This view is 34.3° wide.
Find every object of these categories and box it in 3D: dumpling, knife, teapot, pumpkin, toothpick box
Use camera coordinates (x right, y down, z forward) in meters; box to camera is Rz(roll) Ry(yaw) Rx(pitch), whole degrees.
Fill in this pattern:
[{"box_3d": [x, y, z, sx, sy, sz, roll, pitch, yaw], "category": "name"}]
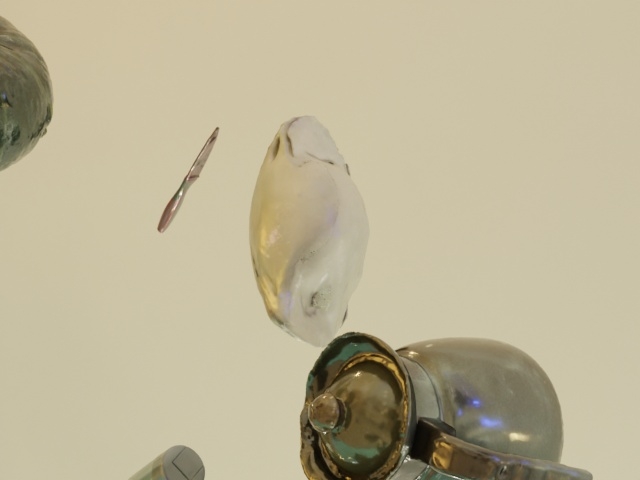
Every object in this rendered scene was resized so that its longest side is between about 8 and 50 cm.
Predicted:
[{"box_3d": [0.001, 0.003, 1.580, 0.181, 0.260, 0.341, -32, -128, 13], "category": "dumpling"}, {"box_3d": [-0.197, -0.089, 1.563, 0.018, 0.035, 0.247, 46, -48, 9], "category": "knife"}, {"box_3d": [0.116, 0.225, 1.114, 0.223, 0.285, 0.305, -58, -141, 21], "category": "teapot"}, {"box_3d": [-0.366, -0.147, 1.007, 0.212, 0.211, 0.152, 50, -52, 14], "category": "pumpkin"}, {"box_3d": [-0.162, 0.250, 1.072, 0.083, 0.052, 0.052, -39, -100, 40], "category": "toothpick box"}]
